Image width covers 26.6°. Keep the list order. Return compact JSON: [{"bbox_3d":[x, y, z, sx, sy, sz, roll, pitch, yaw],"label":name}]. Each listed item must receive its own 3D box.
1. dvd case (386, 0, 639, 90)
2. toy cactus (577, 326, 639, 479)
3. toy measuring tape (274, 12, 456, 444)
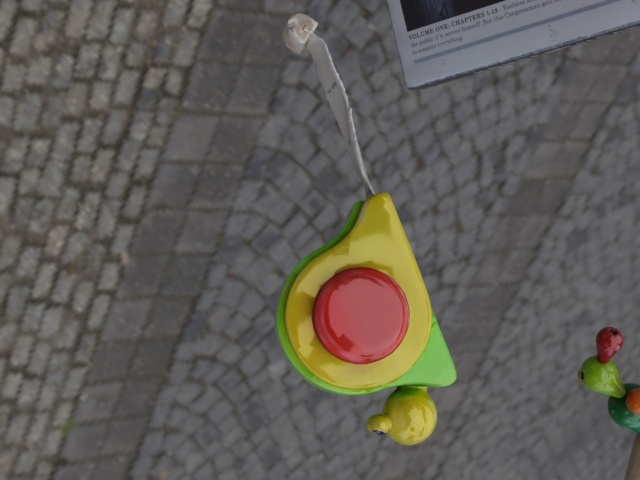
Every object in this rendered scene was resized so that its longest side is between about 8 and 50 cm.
[{"bbox_3d":[0.095,-0.211,0.666,0.029,0.179,0.238,-15,92,-55],"label":"dvd case"},{"bbox_3d":[0.292,0.134,1.122,0.219,0.112,0.180,0,122,-32],"label":"toy cactus"},{"bbox_3d":[0.000,0.000,1.002,0.121,0.330,0.121,-21,176,-2],"label":"toy measuring tape"}]
